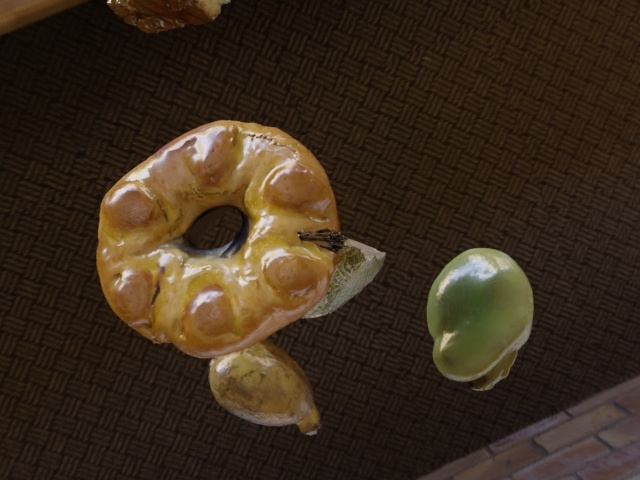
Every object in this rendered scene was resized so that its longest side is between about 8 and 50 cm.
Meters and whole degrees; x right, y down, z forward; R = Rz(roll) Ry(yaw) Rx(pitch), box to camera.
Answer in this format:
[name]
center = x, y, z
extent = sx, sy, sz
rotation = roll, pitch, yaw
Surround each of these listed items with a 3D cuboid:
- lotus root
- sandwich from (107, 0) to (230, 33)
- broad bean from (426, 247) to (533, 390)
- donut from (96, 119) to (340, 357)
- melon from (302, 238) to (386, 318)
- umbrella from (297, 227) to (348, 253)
[lotus root]
center = -0.086, 0.236, 0.892
extent = 0.214, 0.138, 0.138
rotation = 33, 91, -4
[sandwich]
center = -0.174, -0.473, 0.832
extent = 0.325, 0.262, 0.131
rotation = -55, 129, -12
[broad bean]
center = 0.256, 0.126, 0.885
extent = 0.169, 0.100, 0.228
rotation = -6, 85, 25
[donut]
center = -0.126, -0.004, 0.715
extent = 0.317, 0.150, 0.299
rotation = 12, 90, 13
[melon]
center = 0.023, 0.044, 0.951
extent = 0.202, 0.139, 0.093
rotation = -39, 62, -16
[umbrella]
center = 0.001, -0.002, 0.582
extent = 0.031, 0.083, 0.020
rotation = 33, 79, -34
